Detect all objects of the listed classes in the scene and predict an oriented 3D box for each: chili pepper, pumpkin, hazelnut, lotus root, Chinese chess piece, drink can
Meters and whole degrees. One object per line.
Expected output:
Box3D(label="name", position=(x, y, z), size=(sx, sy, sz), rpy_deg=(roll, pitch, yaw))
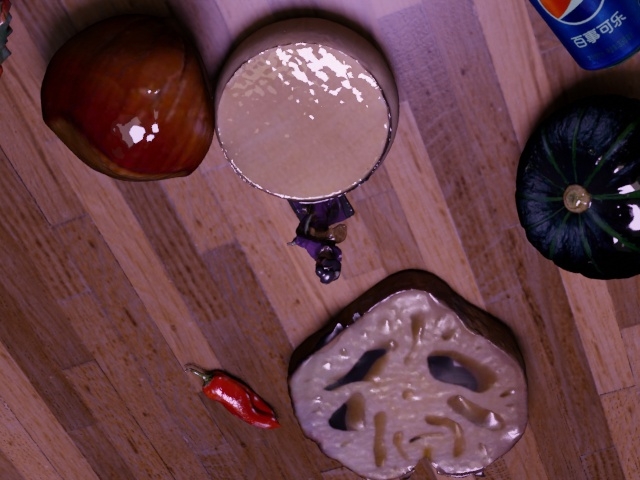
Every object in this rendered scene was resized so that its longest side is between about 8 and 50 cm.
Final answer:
Box3D(label="chili pepper", position=(-0.138, 0.258, 1.599), size=(0.191, 0.059, 0.050), rpy_deg=(35, 108, -17))
Box3D(label="pumpkin", position=(0.395, -0.074, 1.310), size=(0.248, 0.248, 0.248), rpy_deg=(0, 122, 0))
Box3D(label="hazelnut", position=(-0.240, -0.186, 1.237), size=(0.229, 0.229, 0.229), rpy_deg=(0, 122, 0))
Box3D(label="lotus root", position=(0.140, 0.224, 1.550), size=(0.390, 0.111, 0.375), rpy_deg=(2, 121, 3))
Box3D(label="Chinese chess piece", position=(-0.019, -0.171, 1.300), size=(0.250, 0.103, 0.249), rpy_deg=(1, 122, 1))
Box3D(label="drink can", position=(0.318, -0.313, 1.199), size=(0.118, 0.118, 0.205), rpy_deg=(-36, 114, 21))

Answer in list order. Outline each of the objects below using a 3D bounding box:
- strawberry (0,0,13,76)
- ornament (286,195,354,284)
Box3D(label="strawberry", position=(-0.518, -0.280, 1.177), size=(0.288, 0.250, 0.238), rpy_deg=(28, 156, 8))
Box3D(label="ornament", position=(0.004, 0.004, 1.359), size=(0.088, 0.203, 0.081), rpy_deg=(-27, 126, 14))
